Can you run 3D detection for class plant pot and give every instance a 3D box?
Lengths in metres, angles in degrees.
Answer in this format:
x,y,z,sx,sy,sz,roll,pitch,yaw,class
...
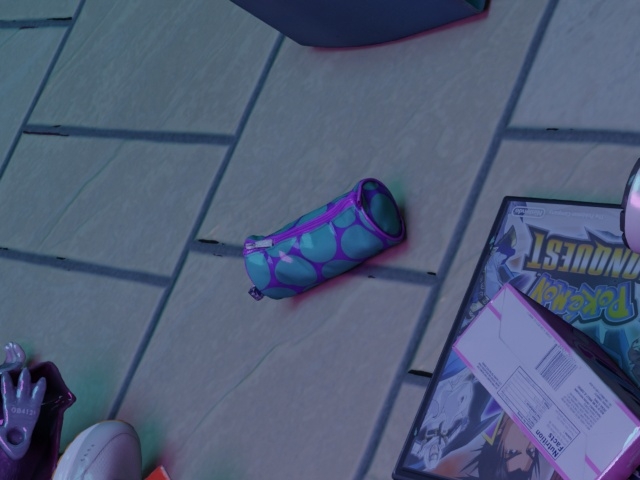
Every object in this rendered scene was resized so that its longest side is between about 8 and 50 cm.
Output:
x,y,z,sx,sy,sz,roll,pitch,yaw,class
0.028,-0.283,1.581,0.234,0.165,0.165,-20,50,48,plant pot

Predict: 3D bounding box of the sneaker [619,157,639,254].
x,y,z,sx,sy,sz,roll,pitch,yaw,class
0.331,-0.080,1.138,0.124,0.107,0.283,24,67,35,sneaker

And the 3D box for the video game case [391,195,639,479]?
x,y,z,sx,sy,sz,roll,pitch,yaw,class
0.196,0.090,1.219,0.275,0.035,0.248,7,70,50,video game case

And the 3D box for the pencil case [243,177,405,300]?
x,y,z,sx,sy,sz,roll,pitch,yaw,class
0.000,0.000,1.473,0.152,0.070,0.064,-27,46,32,pencil case

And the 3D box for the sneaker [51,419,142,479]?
x,y,z,sx,sy,sz,roll,pitch,yaw,class
-0.176,0.285,1.457,0.121,0.099,0.262,-9,65,36,sneaker

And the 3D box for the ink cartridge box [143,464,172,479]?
x,y,z,sx,sy,sz,roll,pitch,yaw,class
-0.167,0.355,1.336,0.275,0.060,0.239,-45,66,16,ink cartridge box

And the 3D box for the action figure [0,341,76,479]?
x,y,z,sx,sy,sz,roll,pitch,yaw,class
-0.352,0.240,1.633,0.370,0.248,0.275,-30,78,60,action figure

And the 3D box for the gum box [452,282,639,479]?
x,y,z,sx,sy,sz,roll,pitch,yaw,class
0.180,0.118,1.097,0.062,0.107,0.188,-51,37,9,gum box
